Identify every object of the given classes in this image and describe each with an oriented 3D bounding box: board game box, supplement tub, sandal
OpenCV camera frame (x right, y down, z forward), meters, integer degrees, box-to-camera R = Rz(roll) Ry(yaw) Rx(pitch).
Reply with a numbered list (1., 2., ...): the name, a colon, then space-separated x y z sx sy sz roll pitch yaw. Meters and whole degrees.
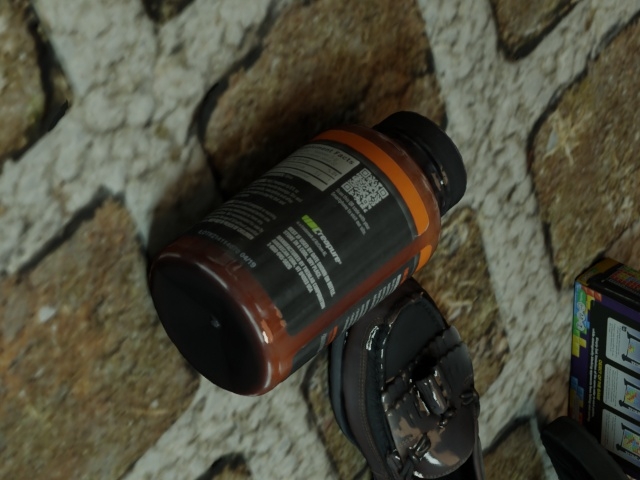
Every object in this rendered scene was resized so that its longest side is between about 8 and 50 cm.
1. board game box: 0.268 0.116 1.501 0.048 0.141 0.170 -32 135 -36
2. supplement tub: 0.000 0.000 1.124 0.198 0.106 0.106 -37 137 -31
3. sandal: 0.241 0.320 1.590 0.107 0.167 0.446 -32 136 -12

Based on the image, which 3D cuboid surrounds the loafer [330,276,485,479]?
1. loafer: 0.083 0.148 1.327 0.109 0.095 0.302 -39 138 -29
